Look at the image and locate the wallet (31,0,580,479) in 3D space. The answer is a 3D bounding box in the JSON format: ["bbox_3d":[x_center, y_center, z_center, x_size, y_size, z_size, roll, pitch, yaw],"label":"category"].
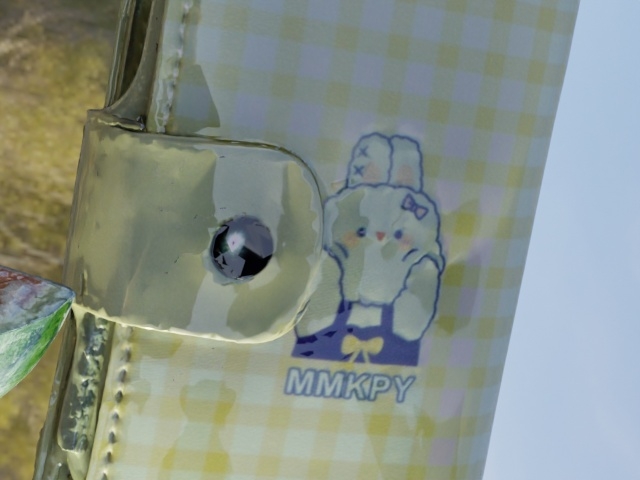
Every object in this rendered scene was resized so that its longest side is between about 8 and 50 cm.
[{"bbox_3d":[0.000,0.000,0.583,0.077,0.223,0.309,-155,-106,-65],"label":"wallet"}]

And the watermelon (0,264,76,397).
[{"bbox_3d":[-0.121,0.026,0.373,0.085,0.085,0.061,125,-52,-72],"label":"watermelon"}]
